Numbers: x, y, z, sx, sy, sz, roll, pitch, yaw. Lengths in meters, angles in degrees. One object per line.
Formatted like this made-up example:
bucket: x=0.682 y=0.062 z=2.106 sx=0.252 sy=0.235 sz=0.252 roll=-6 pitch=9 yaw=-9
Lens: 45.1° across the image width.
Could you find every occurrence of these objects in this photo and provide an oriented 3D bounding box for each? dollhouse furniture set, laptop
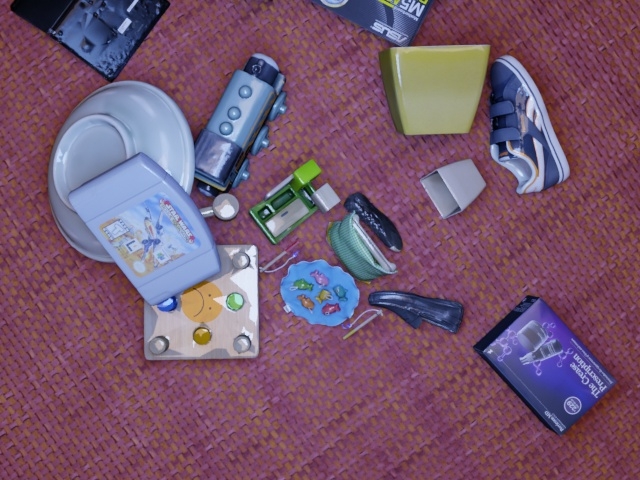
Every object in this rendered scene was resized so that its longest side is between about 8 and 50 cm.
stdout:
dollhouse furniture set: x=0.000 y=0.000 z=1.682 sx=0.151 sy=0.197 sz=0.301 roll=-38 pitch=91 yaw=-13
laptop: x=-0.530 y=-0.539 z=1.772 sx=0.264 sy=0.136 sz=0.234 roll=37 pitch=87 yaw=-27

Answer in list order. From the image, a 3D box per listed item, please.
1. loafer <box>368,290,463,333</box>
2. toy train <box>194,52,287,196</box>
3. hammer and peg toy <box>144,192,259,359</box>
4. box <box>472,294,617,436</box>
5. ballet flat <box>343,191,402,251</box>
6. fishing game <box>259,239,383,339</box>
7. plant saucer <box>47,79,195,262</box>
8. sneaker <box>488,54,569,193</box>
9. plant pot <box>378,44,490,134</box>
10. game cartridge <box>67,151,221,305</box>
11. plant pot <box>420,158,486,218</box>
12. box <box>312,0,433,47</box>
loafer: x=0.217 y=0.162 z=1.754 sx=0.223 sy=0.076 sz=0.078 roll=11 pitch=80 yaw=-6
toy train: x=-0.181 y=-0.251 z=1.688 sx=0.142 sy=0.190 sz=0.333 roll=28 pitch=87 yaw=2
hammer and peg toy: x=-0.270 y=0.083 z=1.709 sx=0.266 sy=0.127 sz=0.361 roll=-2 pitch=88 yaw=-1
box: x=0.509 y=0.282 z=1.754 sx=0.184 sy=0.103 sz=0.261 roll=-43 pitch=91 yaw=-1
ballet flat: x=0.125 y=-0.040 z=1.778 sx=0.173 sy=0.057 sz=0.049 roll=48 pitch=127 yaw=0
fishing game: x=-0.007 y=0.123 z=1.713 sx=0.264 sy=0.041 sz=0.189 roll=43 pitch=126 yaw=-15
plant saucer: x=-0.454 y=-0.153 z=1.632 sx=0.401 sy=0.100 sz=0.400 roll=-3 pitch=84 yaw=26
sneaker: x=0.445 y=-0.258 z=1.754 sx=0.128 sy=0.126 sz=0.321 roll=-26 pitch=91 yaw=-9
plant pot: x=0.249 y=-0.333 z=1.718 sx=0.212 sy=0.212 sz=0.187 roll=-3 pitch=101 yaw=-3
game cartridge: x=-0.337 y=-0.021 z=1.546 sx=0.198 sy=0.062 sz=0.297 roll=-26 pitch=117 yaw=14
plant pot: x=0.310 y=-0.127 z=1.758 sx=0.096 sy=0.109 sz=0.109 roll=-32 pitch=90 yaw=-15
box: x=0.129 y=-0.584 z=1.720 sx=0.270 sy=0.060 sz=0.216 roll=28 pitch=128 yaw=-2
